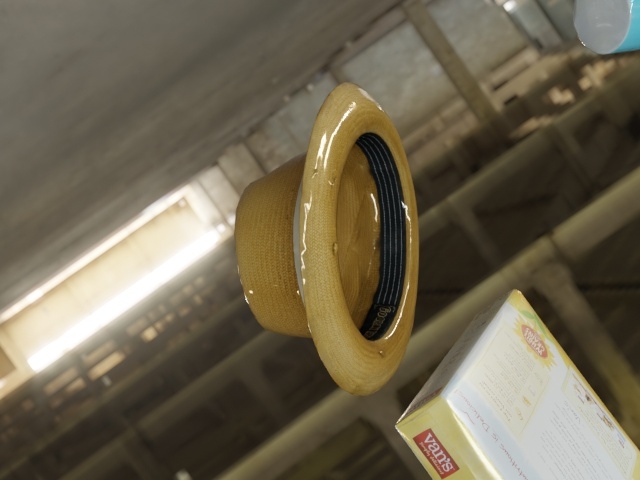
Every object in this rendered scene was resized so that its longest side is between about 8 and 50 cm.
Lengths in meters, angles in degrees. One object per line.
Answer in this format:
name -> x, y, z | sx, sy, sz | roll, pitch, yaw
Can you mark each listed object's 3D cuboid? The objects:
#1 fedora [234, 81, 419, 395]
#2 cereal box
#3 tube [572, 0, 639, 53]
fedora -> 0.000, 0.000, 0.839 | 0.079, 0.194, 0.194 | -4, -164, 22
cereal box -> 0.148, 0.144, 0.972 | 0.047, 0.173, 0.240 | -36, 180, 25
tube -> 0.263, -0.157, 0.933 | 0.207, 0.052, 0.080 | -9, -162, -32
